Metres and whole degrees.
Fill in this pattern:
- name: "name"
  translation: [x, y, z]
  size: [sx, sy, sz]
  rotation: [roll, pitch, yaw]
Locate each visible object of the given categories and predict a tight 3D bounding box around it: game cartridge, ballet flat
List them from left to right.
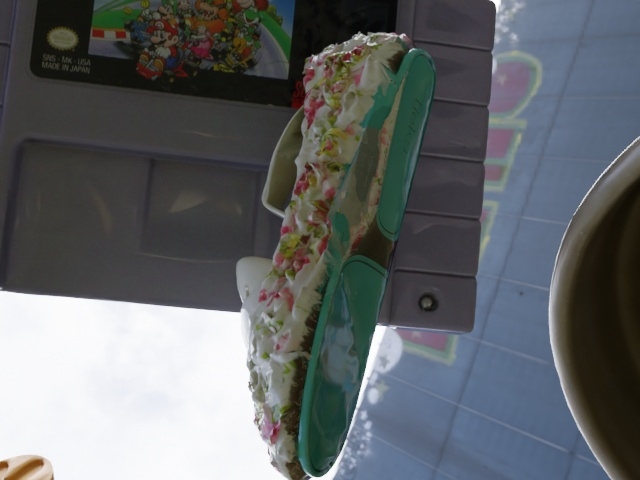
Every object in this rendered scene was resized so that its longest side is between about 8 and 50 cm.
- name: "game cartridge"
  translation: [-0.069, -0.070, 0.474]
  size: [0.355, 0.068, 0.230]
  rotation: [6, -91, -7]
- name: "ballet flat"
  translation: [0.000, 0.000, 0.396]
  size: [0.091, 0.077, 0.241]
  rotation: [45, -123, -57]

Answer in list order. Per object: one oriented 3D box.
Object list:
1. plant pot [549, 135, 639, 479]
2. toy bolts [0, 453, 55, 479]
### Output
- name: "plant pot"
  translation: [0.317, 0.006, 0.351]
  size: [0.280, 0.323, 0.323]
  rotation: [-40, -60, -34]
- name: "toy bolts"
  translation: [-0.343, 0.169, 0.581]
  size: [0.218, 0.228, 0.158]
  rotation: [-27, -67, -22]
